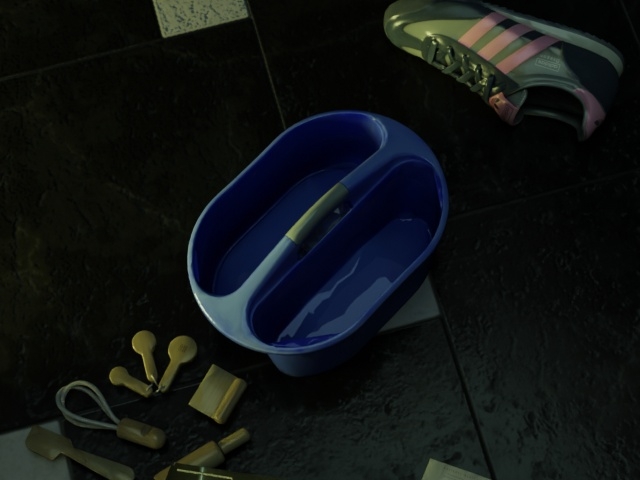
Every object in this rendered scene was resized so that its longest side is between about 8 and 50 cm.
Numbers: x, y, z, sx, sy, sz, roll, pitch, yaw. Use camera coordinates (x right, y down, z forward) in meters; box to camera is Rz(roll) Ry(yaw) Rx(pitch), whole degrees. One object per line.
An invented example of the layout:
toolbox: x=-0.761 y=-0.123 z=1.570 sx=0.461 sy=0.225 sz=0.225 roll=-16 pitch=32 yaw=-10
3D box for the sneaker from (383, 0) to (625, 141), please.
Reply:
sneaker: x=0.223 y=-0.221 z=1.972 sx=0.319 sy=0.112 sz=0.131 roll=15 pitch=65 yaw=10

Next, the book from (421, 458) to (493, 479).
book: x=0.145 y=0.336 z=1.780 sx=0.096 sy=0.035 sz=0.144 roll=18 pitch=70 yaw=14

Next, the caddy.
caddy: x=0.000 y=0.000 z=1.850 sx=0.241 sy=0.179 sz=0.341 roll=39 pitch=74 yaw=18

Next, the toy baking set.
toy baking set: x=-0.213 y=0.220 z=1.847 sx=0.256 sy=0.030 sz=0.197 roll=-34 pitch=67 yaw=-12

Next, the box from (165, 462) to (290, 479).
box: x=-0.105 y=0.338 z=1.719 sx=0.180 sy=0.077 sz=0.147 roll=3 pitch=63 yaw=38
